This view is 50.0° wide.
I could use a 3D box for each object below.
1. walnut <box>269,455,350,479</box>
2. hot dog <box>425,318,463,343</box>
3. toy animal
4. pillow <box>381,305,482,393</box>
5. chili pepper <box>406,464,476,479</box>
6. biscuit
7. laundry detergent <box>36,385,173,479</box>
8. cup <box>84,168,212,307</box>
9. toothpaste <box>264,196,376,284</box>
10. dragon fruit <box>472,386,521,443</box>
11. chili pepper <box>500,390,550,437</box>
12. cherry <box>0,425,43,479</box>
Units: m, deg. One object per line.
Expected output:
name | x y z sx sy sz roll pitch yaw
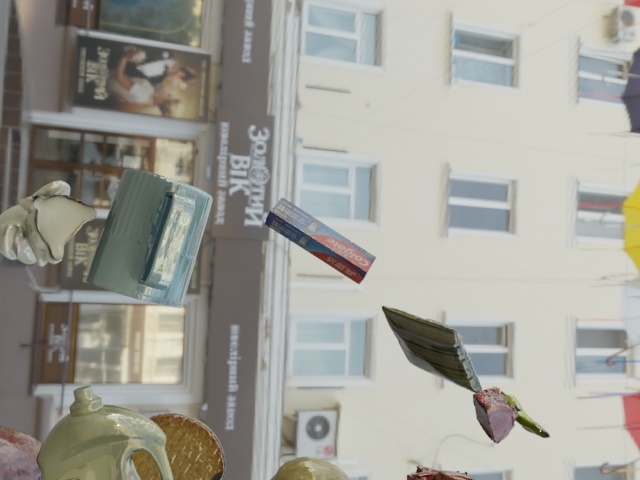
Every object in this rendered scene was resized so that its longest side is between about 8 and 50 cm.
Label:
walnut | -0.039 0.781 2.012 0.282 0.277 0.253 -47 -145 45
hot dog | 0.407 0.324 2.341 0.286 0.061 0.088 -176 -87 -78
toy animal | -0.763 -0.031 1.828 0.289 0.174 0.249 -28 -154 20
pillow | 0.245 0.238 1.515 0.208 0.052 0.212 18 -33 46
chili pepper | 0.254 0.625 1.517 0.136 0.144 0.253 -149 -118 -71
biscuit | -0.424 0.635 1.912 0.040 0.318 0.318 -157 -108 -76
laundry detergent | -0.294 0.324 0.935 0.091 0.181 0.253 173 -94 -84
cup | -0.442 -0.011 1.761 0.331 0.257 0.311 73 33 -85
toothpaste | -0.001 0.000 1.928 0.076 0.320 0.066 -56 176 -43
dragon fruit | 0.446 0.428 1.730 0.102 0.096 0.147 49 -17 47
chili pepper | 0.512 0.447 1.710 0.208 0.043 0.049 47 -59 63
cherry | -0.573 0.420 1.154 0.203 0.300 0.230 39 -76 26
